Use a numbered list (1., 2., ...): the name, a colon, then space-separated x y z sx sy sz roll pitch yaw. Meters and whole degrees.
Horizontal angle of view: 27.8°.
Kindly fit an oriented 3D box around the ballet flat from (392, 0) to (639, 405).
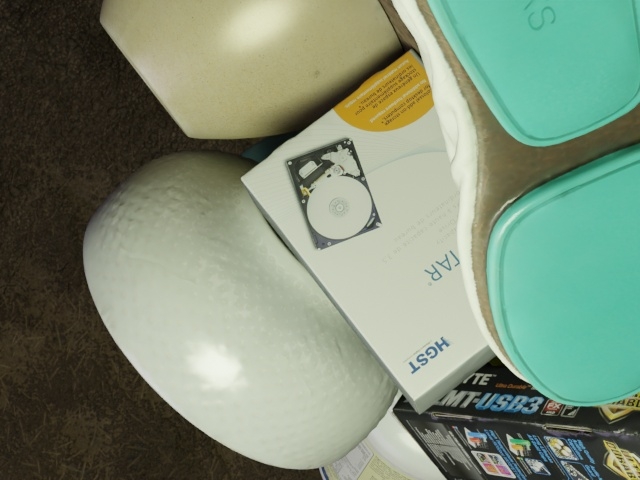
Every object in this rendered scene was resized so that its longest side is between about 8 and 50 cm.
1. ballet flat: 0.104 -0.071 0.586 0.139 0.139 0.400 50 173 39

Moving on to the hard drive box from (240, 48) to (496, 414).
1. hard drive box: 0.078 -0.007 1.055 0.232 0.181 0.089 51 176 16

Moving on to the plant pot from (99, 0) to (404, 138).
1. plant pot: -0.082 -0.200 1.155 0.284 0.191 0.284 52 178 2

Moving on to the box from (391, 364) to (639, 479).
1. box: 0.251 0.235 1.165 0.293 0.073 0.295 -4 131 50

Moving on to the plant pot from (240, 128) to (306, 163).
1. plant pot: 0.000 0.000 1.582 0.235 0.293 0.293 64 -178 22

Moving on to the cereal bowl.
1. cereal bowl: -0.044 0.038 1.204 0.339 0.141 0.339 35 -153 -21

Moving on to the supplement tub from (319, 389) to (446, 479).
1. supplement tub: 0.131 0.203 1.548 0.235 0.235 0.325 52 154 17

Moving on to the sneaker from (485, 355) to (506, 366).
1. sneaker: 0.209 0.113 1.306 0.344 0.134 0.146 54 -165 -27
